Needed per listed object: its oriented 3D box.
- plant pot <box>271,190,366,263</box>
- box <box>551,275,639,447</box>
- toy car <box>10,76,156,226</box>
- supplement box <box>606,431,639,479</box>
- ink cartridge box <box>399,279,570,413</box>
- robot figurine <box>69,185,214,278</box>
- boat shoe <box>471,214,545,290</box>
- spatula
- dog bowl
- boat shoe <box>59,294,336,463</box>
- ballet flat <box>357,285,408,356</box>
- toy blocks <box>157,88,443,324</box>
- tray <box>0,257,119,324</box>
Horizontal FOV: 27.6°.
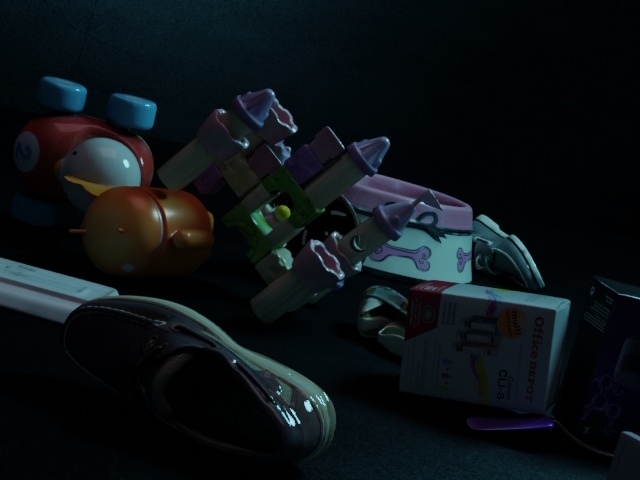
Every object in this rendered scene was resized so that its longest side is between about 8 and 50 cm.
[{"bbox_3d":[0.000,0.000,2.058,0.167,0.167,0.165,17,0,16],"label":"plant pot"},{"bbox_3d":[0.437,0.168,1.575,0.261,0.184,0.103,13,11,-9],"label":"box"},{"bbox_3d":[-0.341,-0.102,1.884,0.210,0.219,0.238,13,10,-13],"label":"toy car"},{"bbox_3d":[0.424,0.255,1.352,0.239,0.073,0.130,7,12,-37],"label":"supplement box"},{"bbox_3d":[0.198,0.124,1.551,0.176,0.128,0.127,7,4,17],"label":"ink cartridge box"},{"bbox_3d":[-0.237,-0.010,1.775,0.158,0.128,0.219,48,22,23],"label":"robot figurine"},{"bbox_3d":[0.363,0.042,2.696,0.099,0.116,0.319,-30,25,-5],"label":"boat shoe"},{"bbox_3d":[0.312,0.229,1.472,0.296,0.030,0.084,15,3,-2],"label":"spatula"},{"bbox_3d":[0.108,-0.038,2.477,0.408,0.150,0.408,14,8,-2],"label":"dog bowl"},{"bbox_3d":[-0.125,0.124,1.180,0.285,0.103,0.092,24,6,21],"label":"boat shoe"},{"bbox_3d":[0.100,0.116,1.751,0.079,0.077,0.221,-14,24,-32],"label":"ballet flat"},{"bbox_3d":[-0.011,-0.077,1.807,0.288,0.260,0.309,53,15,8],"label":"toy blocks"},{"bbox_3d":[-0.351,0.050,1.509,0.270,0.030,0.145,15,7,2],"label":"tray"}]
